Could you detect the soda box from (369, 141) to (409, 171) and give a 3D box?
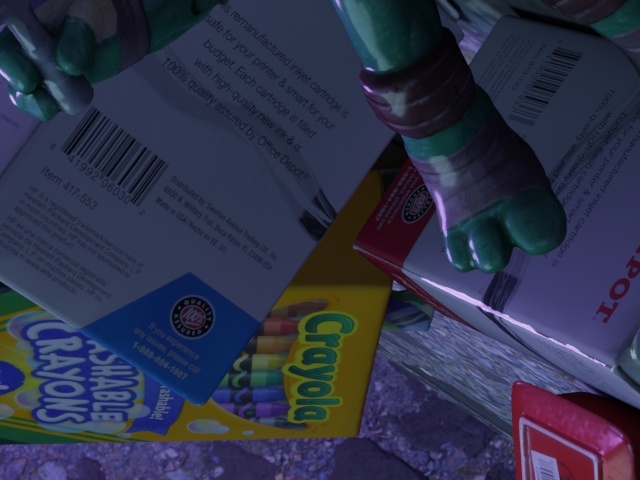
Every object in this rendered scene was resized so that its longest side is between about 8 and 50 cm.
[{"bbox_3d":[-0.026,-0.068,1.078,0.181,0.058,0.061,32,173,10],"label":"soda box"}]

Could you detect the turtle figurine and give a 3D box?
[{"bbox_3d":[0.013,-0.087,0.440,0.175,0.118,0.234,-23,139,32],"label":"turtle figurine"}]

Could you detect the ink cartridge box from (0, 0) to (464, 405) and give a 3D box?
[{"bbox_3d":[-0.054,-0.053,0.678,0.139,0.190,0.082,39,174,-40],"label":"ink cartridge box"}]

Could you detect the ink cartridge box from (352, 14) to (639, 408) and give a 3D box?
[{"bbox_3d":[0.099,-0.009,0.601,0.063,0.109,0.150,39,172,-36],"label":"ink cartridge box"}]

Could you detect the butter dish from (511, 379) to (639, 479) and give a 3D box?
[{"bbox_3d":[0.258,0.201,1.545,0.160,0.118,0.160,24,127,51],"label":"butter dish"}]

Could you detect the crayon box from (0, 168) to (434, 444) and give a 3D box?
[{"bbox_3d":[-0.078,0.043,1.017,0.323,0.083,0.203,-1,149,-5],"label":"crayon box"}]
